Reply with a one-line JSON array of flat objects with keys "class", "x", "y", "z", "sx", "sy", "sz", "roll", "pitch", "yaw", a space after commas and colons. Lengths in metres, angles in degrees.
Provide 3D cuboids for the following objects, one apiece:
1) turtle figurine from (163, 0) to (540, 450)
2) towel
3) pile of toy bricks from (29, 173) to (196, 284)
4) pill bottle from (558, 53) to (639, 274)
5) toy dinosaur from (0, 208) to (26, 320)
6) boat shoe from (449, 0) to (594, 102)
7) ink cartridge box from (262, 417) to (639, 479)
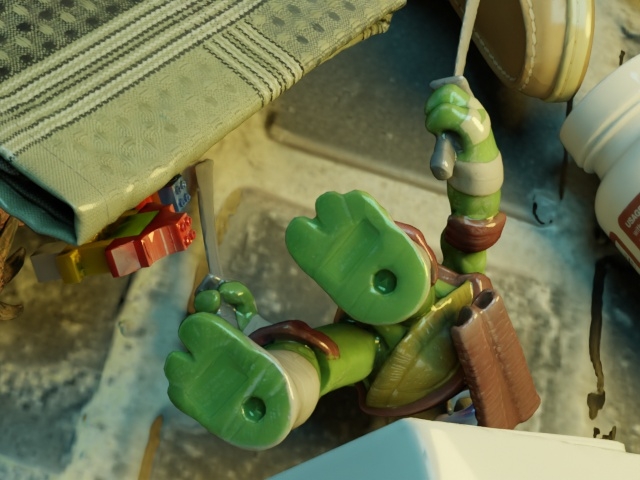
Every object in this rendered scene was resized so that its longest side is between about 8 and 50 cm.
[{"class": "turtle figurine", "x": 0.000, "y": 0.000, "z": 0.995, "sx": 0.198, "sy": 0.266, "sz": 0.274, "roll": -10, "pitch": 91, "yaw": 16}, {"class": "towel", "x": -0.153, "y": -0.148, "z": 0.996, "sx": 0.312, "sy": 0.056, "sz": 0.324, "roll": 38, "pitch": 41, "yaw": 12}, {"class": "pile of toy bricks", "x": -0.083, "y": -0.066, "z": 1.027, "sx": 0.105, "sy": 0.118, "sz": 0.212, "roll": -8, "pitch": 22, "yaw": 20}, {"class": "pill bottle", "x": 0.248, "y": -0.011, "z": 1.155, "sx": 0.121, "sy": 0.121, "sz": 0.216, "roll": -26, "pitch": 70, "yaw": -32}, {"class": "toy dinosaur", "x": -0.197, "y": -0.038, "z": 1.016, "sx": 0.200, "sy": 0.127, "sz": 0.296, "roll": 46, "pitch": 42, "yaw": 4}, {"class": "boat shoe", "x": 0.079, "y": -0.219, "z": 1.244, "sx": 0.110, "sy": 0.121, "sz": 0.341, "roll": -7, "pitch": 50, "yaw": -19}, {"class": "ink cartridge box", "x": 0.016, "y": 0.297, "z": 0.706, "sx": 0.166, "sy": 0.285, "sz": 0.395, "roll": 15, "pitch": 56, "yaw": -48}]
